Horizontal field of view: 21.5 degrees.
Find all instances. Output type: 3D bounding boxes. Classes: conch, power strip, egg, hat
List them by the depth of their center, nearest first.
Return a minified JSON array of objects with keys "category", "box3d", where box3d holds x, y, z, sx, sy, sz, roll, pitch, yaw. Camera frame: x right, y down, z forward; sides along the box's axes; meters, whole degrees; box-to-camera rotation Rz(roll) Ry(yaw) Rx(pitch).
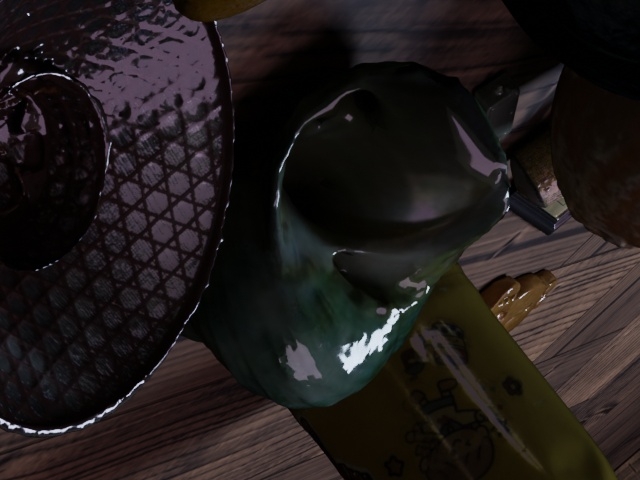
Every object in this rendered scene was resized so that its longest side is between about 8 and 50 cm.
[{"category":"hat","box3d":[-0.117,-0.027,0.648,0.193,0.082,0.193,-34,130,-52]},{"category":"conch","box3d":[0.001,-0.003,0.863,0.188,0.122,0.176,-37,142,-7]},{"category":"egg","box3d":[0.242,-0.085,1.004,0.233,0.195,0.195,-29,166,19]},{"category":"power strip","box3d":[0.107,-0.079,1.040,0.027,0.017,0.083,-35,163,-11]}]

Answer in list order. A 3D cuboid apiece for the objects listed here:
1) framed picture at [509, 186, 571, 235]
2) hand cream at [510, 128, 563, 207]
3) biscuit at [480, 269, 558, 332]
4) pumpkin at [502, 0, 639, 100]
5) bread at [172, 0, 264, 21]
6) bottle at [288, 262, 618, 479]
[{"category":"framed picture","box3d":[0.231,-0.078,1.303,0.199,0.010,0.195,-40,163,10]},{"category":"hand cream","box3d":[0.222,-0.086,1.160,0.203,0.084,0.084,-33,163,3]},{"category":"biscuit","box3d":[0.139,0.079,1.505,0.133,0.027,0.184,-46,161,22]},{"category":"pumpkin","box3d":[0.192,-0.146,0.646,0.248,0.248,0.248,-33,163,-12]},{"category":"bread","box3d":[-0.004,-0.143,0.568,0.140,0.069,0.128,-31,163,-16]},{"category":"bottle","box3d":[0.132,0.195,1.236,0.171,0.351,0.171,-33,162,-12]}]
